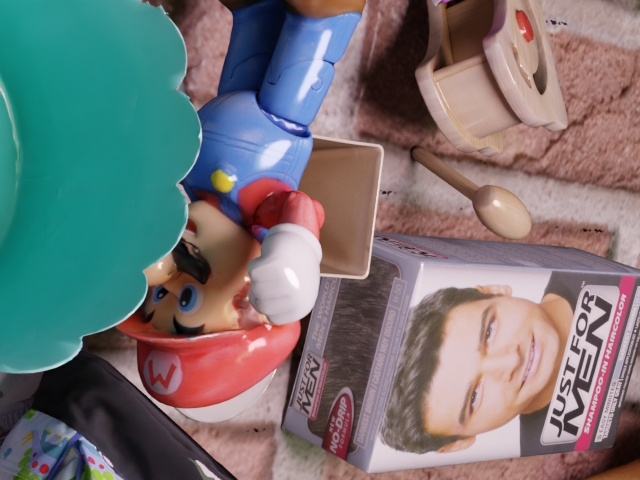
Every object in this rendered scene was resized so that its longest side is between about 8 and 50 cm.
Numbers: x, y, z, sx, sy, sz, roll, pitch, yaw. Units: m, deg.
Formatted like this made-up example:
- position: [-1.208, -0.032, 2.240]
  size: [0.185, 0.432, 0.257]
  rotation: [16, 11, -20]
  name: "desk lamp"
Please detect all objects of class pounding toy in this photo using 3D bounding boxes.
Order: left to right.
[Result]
- position: [0.114, -0.140, 1.223]
  size: [0.154, 0.155, 0.269]
  rotation: [33, 42, -52]
  name: "pounding toy"

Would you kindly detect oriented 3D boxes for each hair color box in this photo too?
- position: [0.151, 0.099, 1.303]
  size: [0.374, 0.113, 0.185]
  rotation: [4, 103, -46]
  name: "hair color box"

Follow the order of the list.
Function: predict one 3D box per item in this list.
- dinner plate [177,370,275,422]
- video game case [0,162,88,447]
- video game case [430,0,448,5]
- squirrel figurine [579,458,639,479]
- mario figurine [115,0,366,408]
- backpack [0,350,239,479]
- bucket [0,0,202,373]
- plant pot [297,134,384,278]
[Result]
- position: [-0.076, 0.081, 1.155]
  size: [0.141, 0.017, 0.141]
  rotation: [-9, 103, -46]
  name: "dinner plate"
- position: [-0.246, 0.094, 0.975]
  size: [0.196, 0.026, 0.274]
  rotation: [-20, 110, -42]
  name: "video game case"
- position: [0.119, -0.314, 1.189]
  size: [0.232, 0.042, 0.210]
  rotation: [-26, 77, -41]
  name: "video game case"
- position: [0.418, 0.375, 1.540]
  size: [0.397, 0.281, 0.370]
  rotation: [-58, 138, -19]
  name: "squirrel figurine"
- position: [-0.074, -0.043, 0.973]
  size: [0.170, 0.198, 0.320]
  rotation: [13, 88, -6]
  name: "mario figurine"
- position: [-0.162, 0.300, 0.920]
  size: [0.355, 0.273, 0.290]
  rotation: [-47, 113, -9]
  name: "backpack"
- position: [-0.227, -0.059, 0.829]
  size: [0.281, 0.183, 0.281]
  rotation: [2, 87, -43]
  name: "bucket"
- position: [-0.026, -0.031, 1.127]
  size: [0.109, 0.096, 0.109]
  rotation: [5, 93, -47]
  name: "plant pot"
